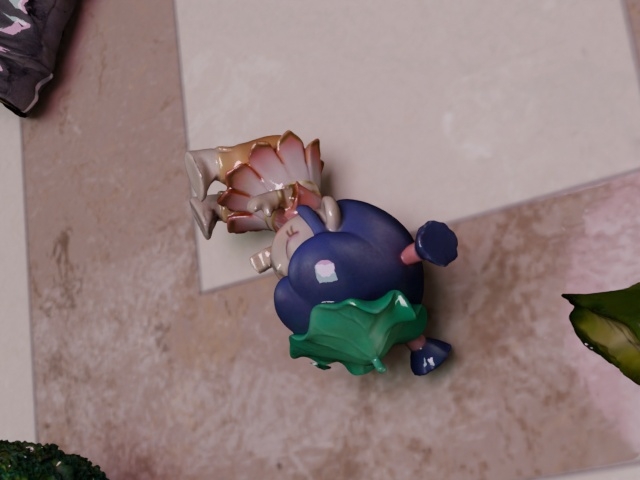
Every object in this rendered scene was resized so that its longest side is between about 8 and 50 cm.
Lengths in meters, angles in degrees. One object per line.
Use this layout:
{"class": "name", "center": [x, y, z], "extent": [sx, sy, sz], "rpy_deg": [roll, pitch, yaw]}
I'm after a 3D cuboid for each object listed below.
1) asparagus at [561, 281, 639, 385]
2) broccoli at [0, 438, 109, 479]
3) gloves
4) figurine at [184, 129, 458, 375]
{"class": "asparagus", "center": [0.258, 0.040, 0.579], "extent": [0.287, 0.080, 0.080], "rpy_deg": [-13, 73, 28]}
{"class": "broccoli", "center": [-0.186, 0.271, 0.722], "extent": [0.297, 0.297, 0.297], "rpy_deg": [17, 88, 2]}
{"class": "gloves", "center": [-0.244, -0.244, 0.930], "extent": [0.142, 0.119, 0.285], "rpy_deg": [14, 101, 22]}
{"class": "figurine", "center": [0.000, 0.000, 0.723], "extent": [0.102, 0.111, 0.195], "rpy_deg": [-25, 54, -18]}
